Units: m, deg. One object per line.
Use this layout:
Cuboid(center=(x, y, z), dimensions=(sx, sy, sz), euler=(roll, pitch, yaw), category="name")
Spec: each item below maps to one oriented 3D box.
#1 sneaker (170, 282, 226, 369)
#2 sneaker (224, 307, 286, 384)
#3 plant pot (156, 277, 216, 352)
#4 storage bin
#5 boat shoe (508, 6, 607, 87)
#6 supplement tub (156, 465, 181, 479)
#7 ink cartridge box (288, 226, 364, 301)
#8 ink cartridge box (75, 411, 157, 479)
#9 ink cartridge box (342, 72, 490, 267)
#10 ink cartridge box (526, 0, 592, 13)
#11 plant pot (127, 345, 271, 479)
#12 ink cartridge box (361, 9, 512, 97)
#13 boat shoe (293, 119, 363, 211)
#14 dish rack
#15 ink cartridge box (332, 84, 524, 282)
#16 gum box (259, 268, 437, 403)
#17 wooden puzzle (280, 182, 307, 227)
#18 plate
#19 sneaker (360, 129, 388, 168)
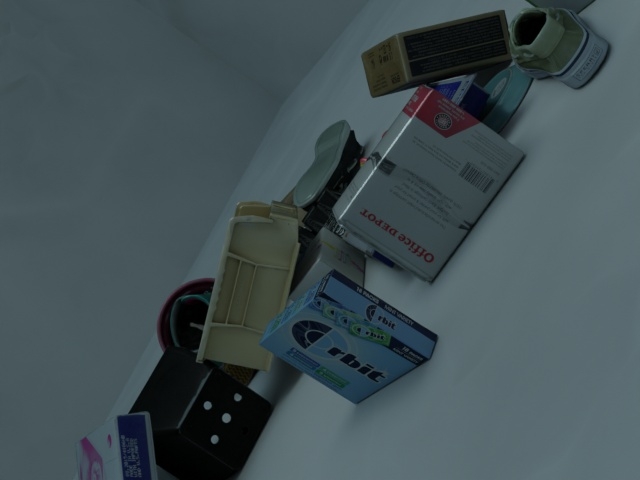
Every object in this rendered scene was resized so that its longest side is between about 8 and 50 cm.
Cuboid(center=(-0.195, 0.119, 2.088), dimensions=(0.295, 0.124, 0.178), euler=(-63, -18, -12), category="sneaker")
Cuboid(center=(-0.127, 0.191, 2.067), dimensions=(0.185, 0.070, 0.084), euler=(-53, 12, 8), category="sneaker")
Cuboid(center=(-0.235, 0.190, 2.261), dimensions=(0.201, 0.201, 0.180), euler=(-59, -4, -11), category="plant pot")
Cuboid(center=(-0.116, 0.066, 1.844), dimensions=(0.262, 0.123, 0.260), euler=(-102, 25, -83), category="storage bin")
Cuboid(center=(0.310, -0.285, 1.488), dimensions=(0.109, 0.094, 0.302), euler=(-54, 12, 9), category="boat shoe")
Cuboid(center=(-0.287, 0.410, 1.928), dimensions=(0.144, 0.144, 0.199), euler=(-49, 14, 34), category="supplement tub")
Cuboid(center=(0.011, 0.063, 1.785), dimensions=(0.092, 0.090, 0.143), euler=(-52, 13, 23), category="ink cartridge box")
Cuboid(center=(-0.329, 0.465, 1.710), dimensions=(0.330, 0.071, 0.324), euler=(-38, 58, 55), category="ink cartridge box")
Cuboid(center=(0.150, -0.106, 1.670), dimensions=(0.303, 0.072, 0.307), euler=(-60, 11, 1), category="ink cartridge box")
Cuboid(center=(0.357, -0.455, 1.616), dimensions=(0.212, 0.154, 0.093), euler=(-63, 11, -26), category="ink cartridge box")
Cuboid(center=(-0.192, 0.298, 1.799), dimensions=(0.167, 0.188, 0.187), euler=(-13, 43, 57), category="plant pot")
Cuboid(center=(0.194, -0.315, 1.837), dimensions=(0.193, 0.088, 0.235), euler=(-14, 4, -11), category="ink cartridge box")
Cuboid(center=(0.028, -0.146, 2.312), dimensions=(0.114, 0.091, 0.302), euler=(-23, 28, 37), category="boat shoe")
Cuboid(center=(0.000, 0.000, 2.073), dimensions=(0.208, 0.074, 0.271), euler=(-57, 13, 3), category="dish rack")
Cuboid(center=(0.141, -0.076, 1.452), dimensions=(0.218, 0.159, 0.092), euler=(-55, 13, 7), category="ink cartridge box")
Cuboid(center=(0.031, 0.125, 1.353), dimensions=(0.184, 0.157, 0.041), euler=(-42, 19, 51), category="gum box")
Cuboid(center=(-0.102, 0.012, 2.469), dimensions=(0.348, 0.080, 0.322), euler=(-37, 22, 47), category="wooden puzzle")
Cuboid(center=(0.262, -0.207, 1.660), dimensions=(0.188, 0.024, 0.188), euler=(-54, 11, 15), category="plate")
Cuboid(center=(0.098, -0.100, 1.870), dimensions=(0.208, 0.094, 0.081), euler=(-60, 13, -12), category="sneaker")
